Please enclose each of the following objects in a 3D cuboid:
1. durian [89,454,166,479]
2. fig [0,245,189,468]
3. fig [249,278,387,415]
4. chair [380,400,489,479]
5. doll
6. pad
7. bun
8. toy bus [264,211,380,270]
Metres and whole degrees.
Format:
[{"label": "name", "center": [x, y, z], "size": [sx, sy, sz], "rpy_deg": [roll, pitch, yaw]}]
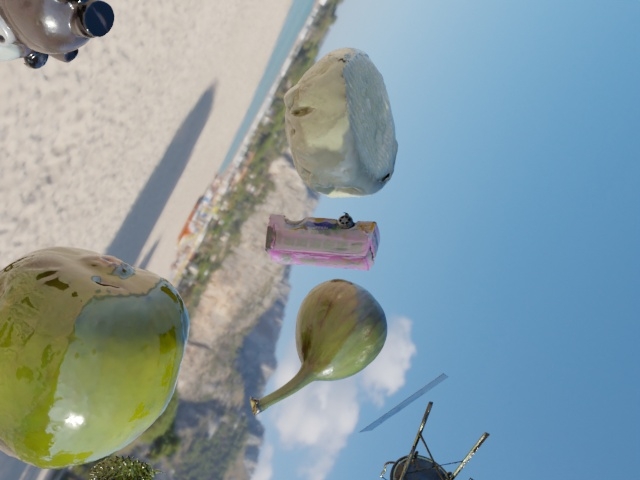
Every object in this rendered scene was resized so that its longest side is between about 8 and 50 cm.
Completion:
[{"label": "durian", "center": [-0.507, 0.616, 1.810], "size": [0.220, 0.137, 0.096], "rpy_deg": [-37, -144, 27]}, {"label": "fig", "center": [-0.375, 0.186, 1.098], "size": [0.343, 0.343, 0.343], "rpy_deg": [-60, -171, 16]}, {"label": "fig", "center": [-0.003, 0.165, 1.100], "size": [0.259, 0.151, 0.151], "rpy_deg": [-40, 171, -44]}, {"label": "chair", "center": [0.217, 0.499, 1.487], "size": [0.170, 0.159, 0.326], "rpy_deg": [-52, 167, -50]}, {"label": "doll", "center": [-0.396, -0.313, 0.983], "size": [0.257, 0.182, 0.117], "rpy_deg": [2, -134, 31]}, {"label": "pad", "center": [0.161, 0.309, 1.361], "size": [0.190, 0.004, 0.127], "rpy_deg": [-36, 161, 5]}, {"label": "bun", "center": [0.037, -0.262, 1.667], "size": [0.210, 0.360, 0.360], "rpy_deg": [-8, -139, 27]}, {"label": "toy bus", "center": [0.000, 0.000, 1.726], "size": [0.090, 0.273, 0.112], "rpy_deg": [71, 29, -51]}]
